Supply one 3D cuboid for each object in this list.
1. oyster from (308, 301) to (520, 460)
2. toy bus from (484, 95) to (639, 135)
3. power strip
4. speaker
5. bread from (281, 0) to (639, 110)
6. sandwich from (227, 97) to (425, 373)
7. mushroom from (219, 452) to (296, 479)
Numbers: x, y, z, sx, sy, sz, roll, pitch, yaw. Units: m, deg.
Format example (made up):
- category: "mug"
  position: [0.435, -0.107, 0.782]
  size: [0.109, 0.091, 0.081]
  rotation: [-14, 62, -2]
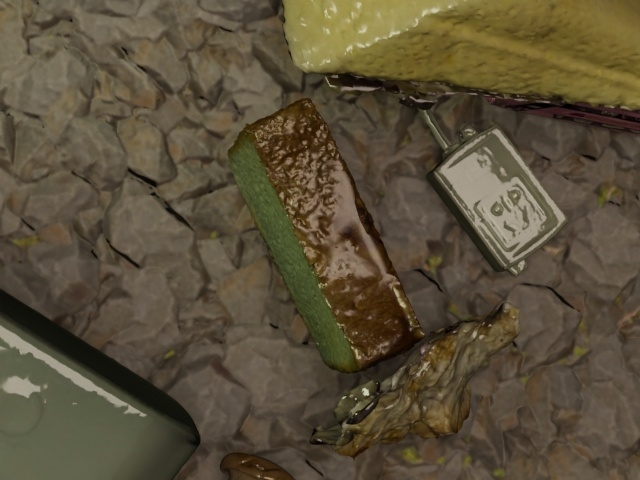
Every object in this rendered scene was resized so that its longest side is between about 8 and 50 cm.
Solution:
- category: "oyster"
  position: [0.087, 0.120, 1.331]
  size: [0.191, 0.163, 0.081]
  rotation: [-47, 75, 16]
- category: "toy bus"
  position: [0.240, -0.134, 1.403]
  size: [0.203, 0.090, 0.063]
  rotation: [11, 76, -7]
- category: "power strip"
  position: [0.138, -0.054, 1.408]
  size: [0.075, 0.042, 0.175]
  rotation: [-38, 91, -7]
- category: "speaker"
  position: [-0.311, 0.112, 1.259]
  size: [0.406, 0.183, 0.184]
  rotation: [34, 87, -10]
- category: "bread"
  position: [0.159, -0.254, 1.381]
  size: [0.405, 0.242, 0.345]
  rotation: [19, 54, -35]
- category: "sandwich"
  position: [0.000, 0.000, 1.315]
  size: [0.065, 0.186, 0.214]
  rotation: [-26, 91, -11]
- category: "mushroom"
  position: [-0.105, 0.262, 1.330]
  size: [0.212, 0.088, 0.097]
  rotation: [-43, 69, -13]
